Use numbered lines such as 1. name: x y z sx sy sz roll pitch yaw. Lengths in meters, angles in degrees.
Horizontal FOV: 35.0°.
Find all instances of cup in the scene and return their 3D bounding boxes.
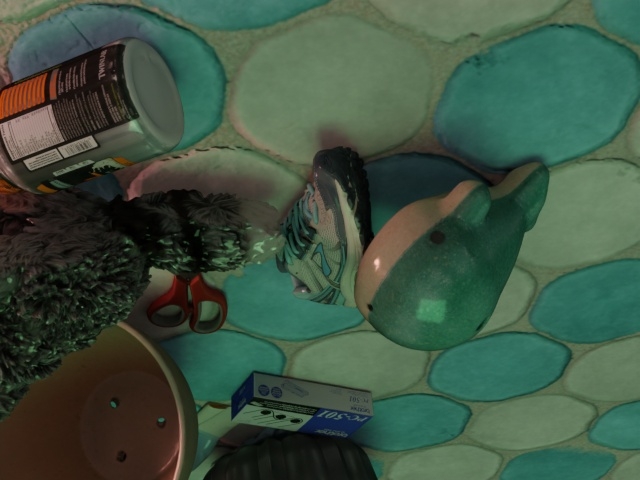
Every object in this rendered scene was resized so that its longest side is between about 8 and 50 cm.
1. cup: -0.302 0.263 1.398 0.331 0.331 0.237 -11 170 11

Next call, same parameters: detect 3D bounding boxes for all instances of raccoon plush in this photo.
1. raccoon plush: -0.270 0.110 1.134 0.446 0.216 0.299 5 121 -8

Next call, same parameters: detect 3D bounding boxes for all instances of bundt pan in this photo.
1. bundt pan: -0.057 0.423 1.738 0.330 0.124 0.331 -10 152 -5

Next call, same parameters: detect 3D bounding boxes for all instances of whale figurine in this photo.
1. whale figurine: 0.168 0.020 1.132 0.272 0.141 0.216 -31 153 -26

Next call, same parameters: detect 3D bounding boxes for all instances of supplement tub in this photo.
1. supplement tub: -0.240 -0.115 0.990 0.190 0.117 0.117 -17 143 19

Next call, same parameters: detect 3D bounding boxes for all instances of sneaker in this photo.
1. sneaker: 0.000 0.000 1.186 0.122 0.110 0.283 -3 145 5

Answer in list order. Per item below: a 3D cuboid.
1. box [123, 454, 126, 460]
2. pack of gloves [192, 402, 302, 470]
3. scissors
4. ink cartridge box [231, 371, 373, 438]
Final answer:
1. box: -0.474 0.353 1.680 0.293 0.073 0.295 -9 144 6
2. pack of gloves: -0.154 0.360 1.739 0.195 0.046 0.232 17 140 -26
3. scissors: -0.162 0.039 1.306 0.109 0.021 0.297 6 143 -10
4. ink cartridge box: -0.029 0.265 1.612 0.207 0.046 0.097 13 143 -22
